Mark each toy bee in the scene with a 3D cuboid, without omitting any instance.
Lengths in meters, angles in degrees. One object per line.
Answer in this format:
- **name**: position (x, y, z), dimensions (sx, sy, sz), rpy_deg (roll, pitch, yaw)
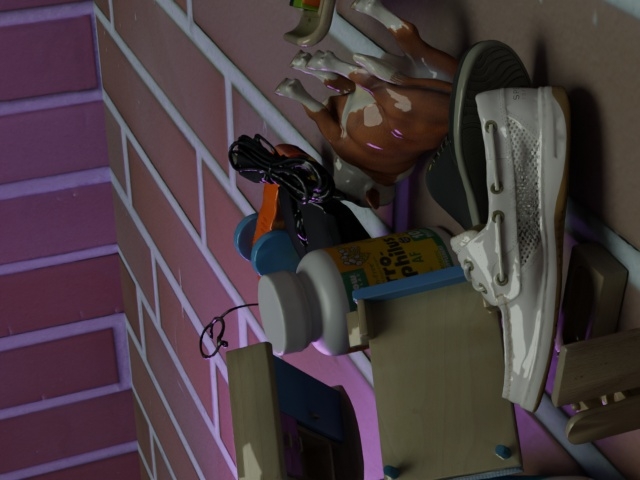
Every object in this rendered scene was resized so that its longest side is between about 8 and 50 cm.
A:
- **toy bee**: position (-0.041, 0.022, 1.732), dimensions (0.298, 0.162, 0.195), rpy_deg (-57, 33, 30)

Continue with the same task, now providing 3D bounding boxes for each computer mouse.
- **computer mouse**: position (0.000, 0.000, 1.461), dimensions (0.188, 0.072, 0.272), rpy_deg (24, 159, 53)

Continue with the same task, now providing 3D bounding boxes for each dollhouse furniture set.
- **dollhouse furniture set**: position (0.096, 0.205, 1.217), dimensions (0.198, 0.303, 0.286), rpy_deg (37, -139, -59)
- **dollhouse furniture set**: position (0.206, 0.087, 1.033), dimensions (0.151, 0.123, 0.144), rpy_deg (-124, 29, -49)

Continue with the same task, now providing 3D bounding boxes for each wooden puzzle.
- **wooden puzzle**: position (0.004, -0.319, 1.311), dimensions (0.221, 0.044, 0.238), rpy_deg (-119, 45, -78)

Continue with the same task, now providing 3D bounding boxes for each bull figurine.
- **bull figurine**: position (0.054, -0.134, 1.329), dimensions (0.188, 0.101, 0.310), rpy_deg (36, 154, -11)

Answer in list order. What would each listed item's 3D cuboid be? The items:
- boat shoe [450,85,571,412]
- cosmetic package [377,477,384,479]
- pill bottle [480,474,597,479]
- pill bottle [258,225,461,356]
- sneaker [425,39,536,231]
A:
- **boat shoe**: position (0.160, 0.007, 1.083), dimensions (0.098, 0.096, 0.277), rpy_deg (-7, -80, -82)
- **cosmetic package**: position (0.112, 0.460, 1.382), dimensions (0.217, 0.156, 0.385), rpy_deg (-33, 67, 43)
- **pill bottle**: position (0.199, 0.284, 1.136), dimensions (0.264, 0.146, 0.146), rpy_deg (147, 110, -70)
- **pill bottle**: position (0.044, 0.058, 1.357), dimensions (0.117, 0.208, 0.117), rpy_deg (169, 90, -72)
- **sneaker**: position (0.135, -0.091, 1.171), dimensions (0.118, 0.083, 0.222), rpy_deg (44, 148, 53)
